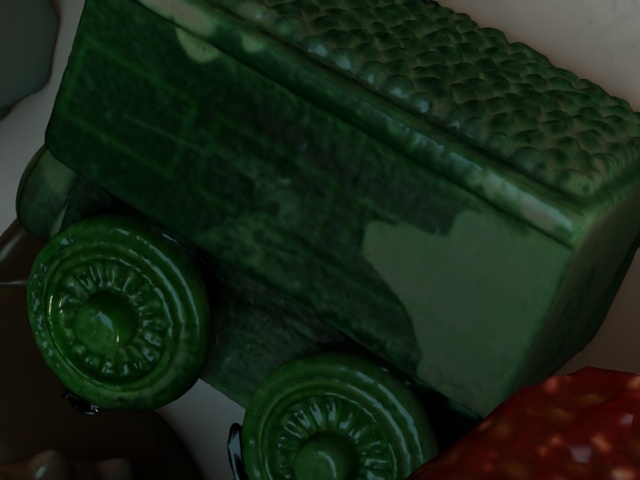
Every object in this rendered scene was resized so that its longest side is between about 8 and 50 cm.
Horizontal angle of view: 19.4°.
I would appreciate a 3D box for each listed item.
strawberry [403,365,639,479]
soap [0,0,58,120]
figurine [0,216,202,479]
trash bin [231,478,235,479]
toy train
[{"bbox_3d":[0.161,0.198,0.659,0.351,0.267,0.312,30,126,-2],"label":"strawberry"},{"bbox_3d":[-0.259,-0.197,0.866,0.208,0.115,0.347,-32,90,34],"label":"soap"},{"bbox_3d":[-0.166,0.121,0.888,0.177,0.173,0.247,-13,101,33],"label":"figurine"},{"bbox_3d":[-0.046,0.197,0.807,0.101,0.236,0.176,26,119,20],"label":"trash bin"},{"bbox_3d":[0.000,0.000,0.769,0.266,0.145,0.202,30,116,18],"label":"toy train"}]
